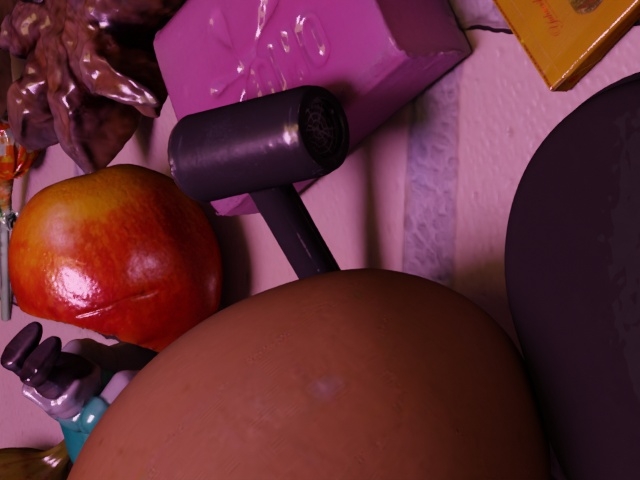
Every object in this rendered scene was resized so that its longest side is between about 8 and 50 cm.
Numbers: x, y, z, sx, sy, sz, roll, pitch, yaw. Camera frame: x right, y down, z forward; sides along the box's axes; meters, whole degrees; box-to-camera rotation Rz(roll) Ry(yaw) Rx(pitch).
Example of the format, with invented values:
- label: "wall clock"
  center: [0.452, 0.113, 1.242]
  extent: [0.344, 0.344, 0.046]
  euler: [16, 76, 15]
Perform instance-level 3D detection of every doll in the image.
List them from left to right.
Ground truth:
- label: "doll"
  center: [-0.161, 0.161, 1.093]
  extent: [0.195, 0.153, 0.258]
  euler: [38, 167, 20]

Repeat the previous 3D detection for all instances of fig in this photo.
- label: "fig"
  center: [-0.332, 0.259, 1.355]
  extent: [0.259, 0.151, 0.151]
  euler: [-51, 56, 12]

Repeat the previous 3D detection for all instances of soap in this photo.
- label: "soap"
  center: [-0.019, -0.155, 0.954]
  extent: [0.259, 0.081, 0.181]
  euler: [-36, 69, 45]

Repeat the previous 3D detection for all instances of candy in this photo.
- label: "candy"
  center: [-0.366, -0.027, 1.383]
  extent: [0.078, 0.084, 0.288]
  euler: [33, 126, 37]

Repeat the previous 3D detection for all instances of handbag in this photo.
- label: "handbag"
  center: [0.231, 0.049, 0.694]
  extent: [0.254, 0.093, 0.308]
  euler: [-25, 77, 46]

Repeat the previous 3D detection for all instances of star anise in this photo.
- label: "star anise"
  center: [-0.229, -0.219, 1.164]
  extent: [0.315, 0.108, 0.315]
  euler: [11, 105, 46]

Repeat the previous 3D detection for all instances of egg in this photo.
- label: "egg"
  center: [-0.014, 0.189, 0.804]
  extent: [0.301, 0.301, 0.374]
  euler: [32, 88, 42]

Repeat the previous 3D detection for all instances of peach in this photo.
- label: "peach"
  center: [-0.185, 0.030, 1.096]
  extent: [0.190, 0.190, 0.192]
  euler: [-36, 67, 45]

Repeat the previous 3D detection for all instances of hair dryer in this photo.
- label: "hair dryer"
  center: [0.000, 0.000, 0.919]
  extent: [0.128, 0.070, 0.255]
  euler: [-12, 120, 38]

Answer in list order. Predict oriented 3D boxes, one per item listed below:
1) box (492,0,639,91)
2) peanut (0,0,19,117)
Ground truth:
- label: "box"
  center: [0.180, -0.176, 0.770]
  extent: [0.155, 0.023, 0.087]
  euler: [-48, 63, 41]
- label: "peanut"
  center: [-0.394, -0.237, 1.308]
  extent: [0.130, 0.130, 0.290]
  euler: [-42, 43, 43]
